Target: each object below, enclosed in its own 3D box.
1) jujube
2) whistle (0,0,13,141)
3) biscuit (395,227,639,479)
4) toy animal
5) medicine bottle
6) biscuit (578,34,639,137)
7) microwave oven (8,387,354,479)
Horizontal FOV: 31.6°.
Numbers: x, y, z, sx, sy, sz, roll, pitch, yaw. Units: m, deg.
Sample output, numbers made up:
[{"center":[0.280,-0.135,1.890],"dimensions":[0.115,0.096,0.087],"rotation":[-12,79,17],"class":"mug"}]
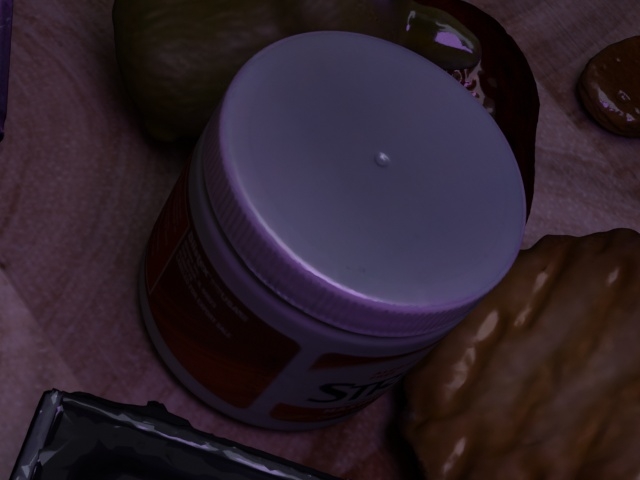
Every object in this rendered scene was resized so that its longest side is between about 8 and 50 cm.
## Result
[{"center":[0.123,-0.107,1.082],"dimensions":[0.190,0.190,0.255],"rotation":[7,63,-22],"class":"jujube"},{"center":[-0.294,-0.161,1.007],"dimensions":[0.033,0.033,0.176],"rotation":[7,57,-21],"class":"whistle"},{"center":[0.226,0.131,0.944],"dimensions":[0.326,0.107,0.325],"rotation":[-14,43,14],"class":"biscuit"},{"center":[-0.009,-0.210,0.982],"dimensions":[0.181,0.363,0.180],"rotation":[40,39,-49],"class":"toy animal"},{"center":[0.000,0.000,0.915],"dimensions":[0.253,0.241,0.252],"rotation":[12,56,-18],"class":"medicine bottle"},{"center":[0.445,-0.124,1.328],"dimensions":[0.262,0.052,0.277],"rotation":[-18,70,-28],"class":"biscuit"},{"center":[-0.046,0.264,0.706],"dimensions":[0.355,0.286,0.218],"rotation":[20,52,-8],"class":"microwave oven"}]
